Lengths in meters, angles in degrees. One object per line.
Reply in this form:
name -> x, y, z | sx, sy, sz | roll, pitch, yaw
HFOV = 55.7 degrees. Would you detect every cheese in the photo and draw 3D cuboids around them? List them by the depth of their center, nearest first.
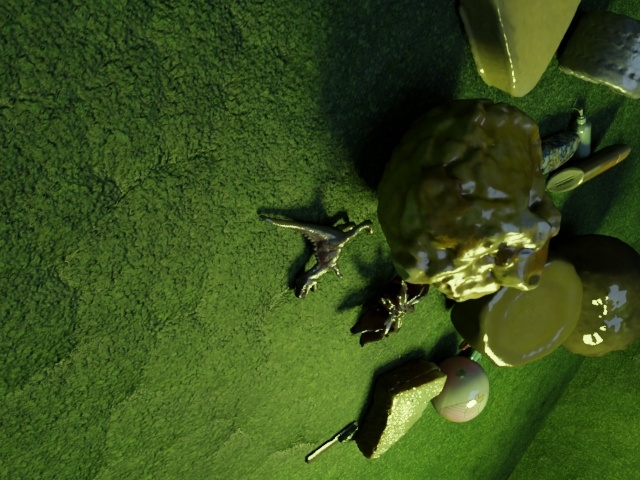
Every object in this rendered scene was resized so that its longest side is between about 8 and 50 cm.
cheese -> 0.404, -0.457, 1.203 | 0.383, 0.104, 0.384 | -29, 138, -30

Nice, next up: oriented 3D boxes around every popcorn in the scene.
popcorn -> 0.273, -0.076, 1.202 | 0.343, 0.354, 0.391 | -9, 85, -19

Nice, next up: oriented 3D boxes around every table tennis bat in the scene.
table tennis bat -> 0.512, 0.420, 2.082 | 0.149, 0.038, 0.237 | -17, 142, -34

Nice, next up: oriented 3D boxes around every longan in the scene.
longan -> 0.941, 0.179, 2.117 | 0.403, 0.404, 0.436 | -29, 112, -29

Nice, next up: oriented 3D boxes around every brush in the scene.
brush -> 0.040, 0.579, 1.720 | 0.190, 0.027, 0.034 | -26, 134, -31

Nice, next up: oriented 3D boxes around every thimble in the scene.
thimble -> 0.703, -0.446, 1.451 | 0.245, 0.217, 0.157 | -7, 125, -54

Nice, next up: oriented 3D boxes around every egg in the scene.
egg -> 0.442, 0.488, 1.953 | 0.196, 0.196, 0.271 | -28, 140, -30

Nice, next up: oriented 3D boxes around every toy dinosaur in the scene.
toy dinosaur -> 0.003, 0.004, 1.172 | 0.199, 0.072, 0.251 | -29, 148, -15

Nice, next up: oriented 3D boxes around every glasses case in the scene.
glasses case -> 0.632, -0.237, 1.671 | 0.247, 0.065, 0.087 | -23, 133, -36

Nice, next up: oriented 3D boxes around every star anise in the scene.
star anise -> 0.179, 0.149, 1.467 | 0.288, 0.088, 0.288 | -39, 157, -20

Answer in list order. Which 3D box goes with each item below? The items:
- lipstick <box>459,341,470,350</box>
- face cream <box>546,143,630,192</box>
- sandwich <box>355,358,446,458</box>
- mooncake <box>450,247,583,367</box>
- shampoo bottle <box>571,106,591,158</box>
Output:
lipstick -> 0.518, 0.332, 2.046 | 0.129, 0.030, 0.030 | -36, 141, -15
face cream -> 0.824, -0.225, 1.860 | 0.285, 0.067, 0.139 | -25, 179, -33
sandwich -> 0.245, 0.501, 1.822 | 0.254, 0.099, 0.289 | -9, 125, -43
mooncake -> 0.560, 0.172, 1.762 | 0.378, 0.201, 0.379 | -9, 117, -18
shampoo bottle -> 0.754, -0.314, 1.751 | 0.056, 0.056, 0.195 | -46, 144, -9
